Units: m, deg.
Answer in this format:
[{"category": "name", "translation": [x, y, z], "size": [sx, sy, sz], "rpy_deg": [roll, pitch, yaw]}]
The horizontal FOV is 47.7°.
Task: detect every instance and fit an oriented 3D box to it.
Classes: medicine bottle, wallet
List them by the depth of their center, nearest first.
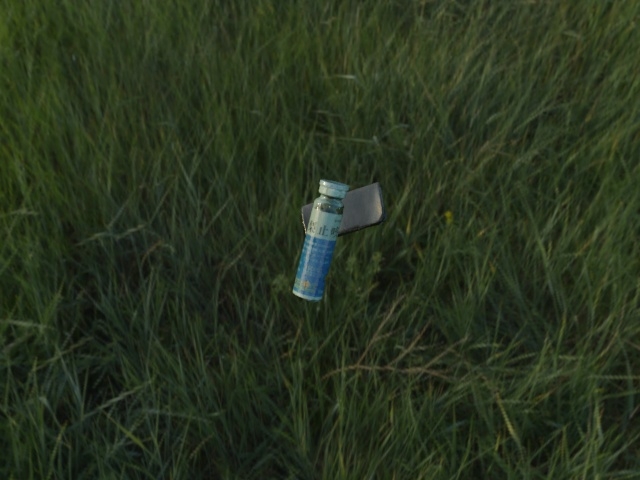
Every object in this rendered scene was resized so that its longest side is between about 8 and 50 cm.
[{"category": "medicine bottle", "translation": [0.000, 0.000, 1.147], "size": [0.051, 0.191, 0.051], "rpy_deg": [13, 11, -3]}, {"category": "wallet", "translation": [0.040, -0.048, 1.287], "size": [0.157, 0.018, 0.082], "rpy_deg": [-18, 66, 19]}]
